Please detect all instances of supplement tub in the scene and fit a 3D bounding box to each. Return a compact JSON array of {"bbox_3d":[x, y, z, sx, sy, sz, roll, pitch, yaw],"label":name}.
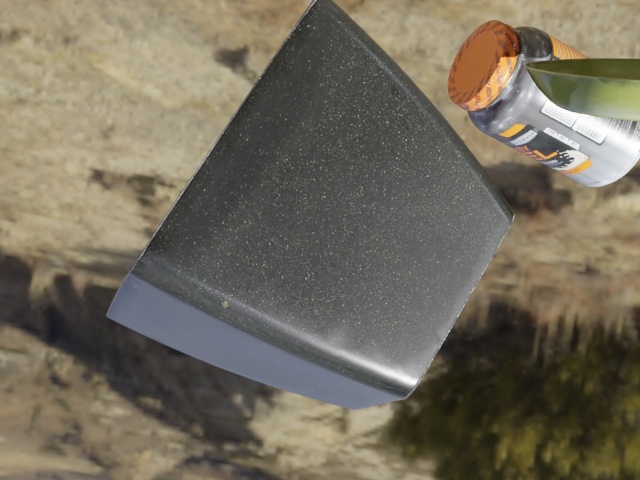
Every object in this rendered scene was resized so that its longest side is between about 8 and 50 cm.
[{"bbox_3d":[0.229,-0.139,1.262,0.190,0.117,0.117,24,165,-23],"label":"supplement tub"}]

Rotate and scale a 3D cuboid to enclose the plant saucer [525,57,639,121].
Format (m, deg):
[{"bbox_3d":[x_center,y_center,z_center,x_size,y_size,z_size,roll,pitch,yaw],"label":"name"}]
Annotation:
[{"bbox_3d":[0.293,-0.126,1.052,0.241,0.037,0.241,1,-168,0],"label":"plant saucer"}]

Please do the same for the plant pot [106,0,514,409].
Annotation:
[{"bbox_3d":[0.000,0.000,0.741,0.167,0.187,0.188,33,163,-4],"label":"plant pot"}]
